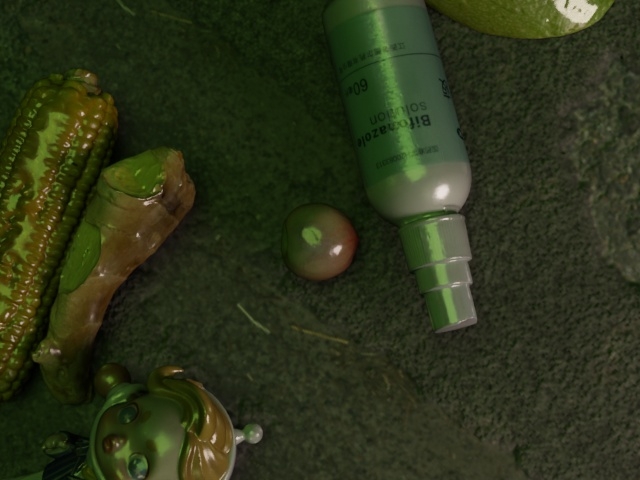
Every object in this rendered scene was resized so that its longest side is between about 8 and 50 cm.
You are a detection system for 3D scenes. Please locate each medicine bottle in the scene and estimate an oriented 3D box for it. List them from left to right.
[{"bbox_3d":[0.093,-0.082,1.303,0.110,0.110,0.351,-15,78,6],"label":"medicine bottle"}]

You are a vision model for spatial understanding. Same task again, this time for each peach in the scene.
[{"bbox_3d":[-0.001,0.001,1.321,0.083,0.083,0.083,-1,80,9],"label":"peach"}]

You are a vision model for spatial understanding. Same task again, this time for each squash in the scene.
[{"bbox_3d":[0.171,-0.322,1.380,0.261,0.189,0.189,29,85,-24],"label":"squash"}]

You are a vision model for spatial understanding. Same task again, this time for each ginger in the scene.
[{"bbox_3d":[-0.218,0.034,1.337,0.086,0.131,0.294,27,99,20],"label":"ginger"}]

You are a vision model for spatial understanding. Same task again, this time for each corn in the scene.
[{"bbox_3d":[-0.305,-0.007,1.350,0.121,0.120,0.363,16,84,11],"label":"corn"}]

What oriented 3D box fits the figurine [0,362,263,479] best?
[{"bbox_3d":[-0.202,0.242,1.290,0.274,0.133,0.194,-46,54,5],"label":"figurine"}]
